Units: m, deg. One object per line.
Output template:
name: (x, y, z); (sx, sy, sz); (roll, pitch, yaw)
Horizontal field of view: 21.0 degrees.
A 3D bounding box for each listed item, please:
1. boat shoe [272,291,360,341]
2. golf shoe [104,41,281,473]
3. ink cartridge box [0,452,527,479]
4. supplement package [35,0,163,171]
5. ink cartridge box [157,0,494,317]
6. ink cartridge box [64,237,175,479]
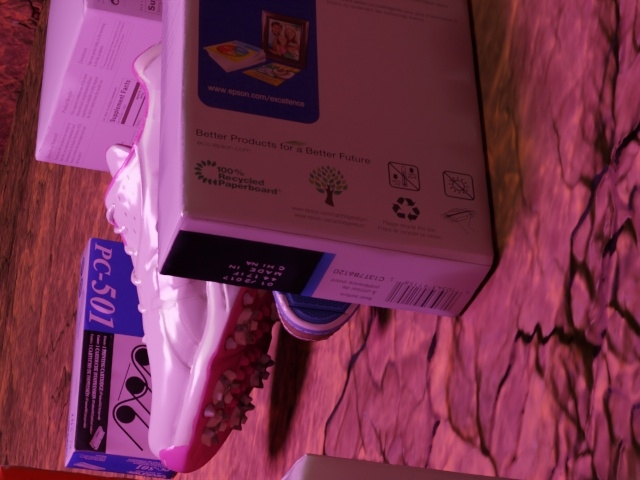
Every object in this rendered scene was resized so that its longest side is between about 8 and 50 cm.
boat shoe: (0.000, 0.000, 1.076); (0.183, 0.066, 0.066); (-82, 7, -45)
golf shoe: (-0.089, 0.004, 1.197); (0.115, 0.140, 0.306); (2, -79, -73)
ink cartridge box: (-0.013, 0.217, 0.650); (0.060, 0.239, 0.275); (128, 148, -61)
supplement package: (-0.174, -0.214, 1.651); (0.262, 0.145, 0.204); (124, 151, -56)
ink cartridge box: (-0.002, -0.120, 0.948); (0.065, 0.165, 0.333); (118, 157, -52)
ink cartridge box: (-0.170, 0.104, 1.541); (0.046, 0.097, 0.207); (124, 151, -57)
